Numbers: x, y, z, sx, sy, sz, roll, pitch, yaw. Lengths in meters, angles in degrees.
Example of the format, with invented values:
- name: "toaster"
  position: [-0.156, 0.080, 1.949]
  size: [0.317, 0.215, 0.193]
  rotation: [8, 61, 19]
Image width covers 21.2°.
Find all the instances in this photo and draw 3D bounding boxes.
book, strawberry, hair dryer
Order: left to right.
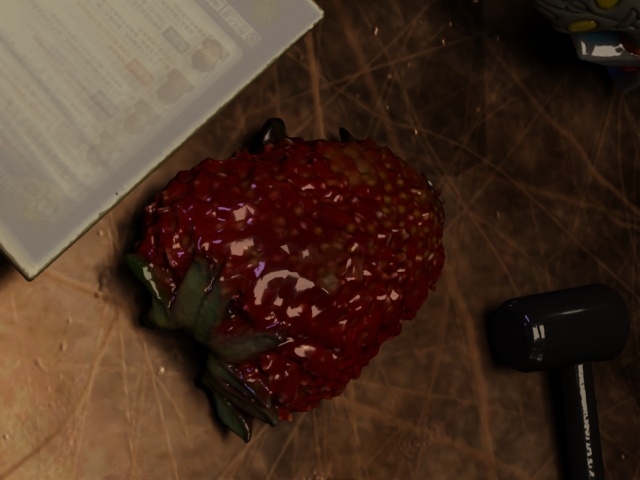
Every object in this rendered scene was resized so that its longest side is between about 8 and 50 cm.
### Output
- name: "book"
  position: [-0.183, -0.157, 1.337]
  size: [0.322, 0.018, 0.228]
  rotation: [-42, 97, -12]
- name: "strawberry"
  position: [0.000, 0.000, 1.430]
  size: [0.306, 0.138, 0.233]
  rotation: [-40, 100, -26]
- name: "hair dryer"
  position: [0.225, 0.168, 1.576]
  size: [0.114, 0.070, 0.248]
  rotation: [-7, 94, -30]

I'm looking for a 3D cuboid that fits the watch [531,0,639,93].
- name: "watch"
  position: [0.294, -0.307, 1.609]
  size: [0.305, 0.241, 0.274]
  rotation: [4, 64, -26]
